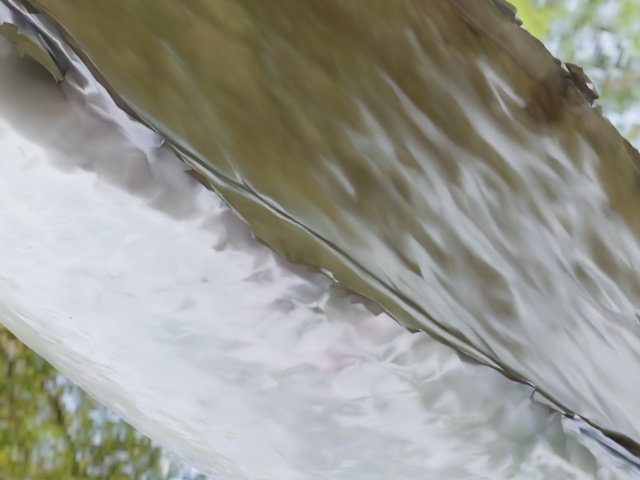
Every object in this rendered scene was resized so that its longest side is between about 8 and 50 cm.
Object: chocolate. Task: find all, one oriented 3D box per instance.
[{"bbox_3d":[-0.013,-0.016,0.432,0.303,0.100,0.185,39,-151,-32],"label":"chocolate"}]
